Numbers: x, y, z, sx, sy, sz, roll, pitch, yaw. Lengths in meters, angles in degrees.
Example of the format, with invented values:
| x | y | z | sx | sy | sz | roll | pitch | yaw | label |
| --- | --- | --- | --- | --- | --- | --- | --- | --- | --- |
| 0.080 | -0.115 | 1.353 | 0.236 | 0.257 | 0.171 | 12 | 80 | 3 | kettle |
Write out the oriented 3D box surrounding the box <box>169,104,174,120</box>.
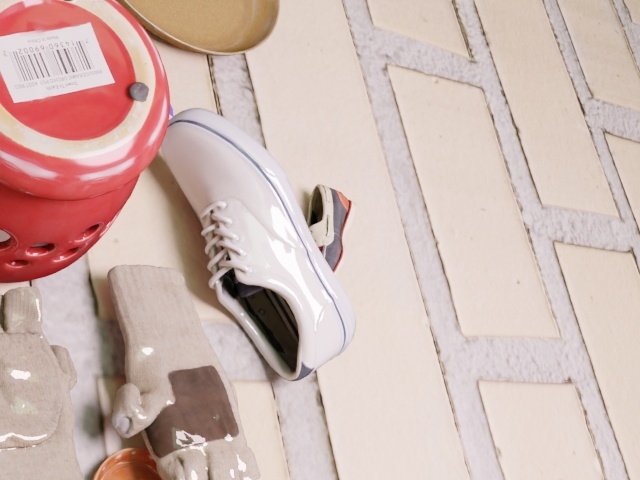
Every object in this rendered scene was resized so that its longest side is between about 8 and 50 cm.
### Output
| x | y | z | sx | sy | sz | roll | pitch | yaw | label |
| --- | --- | --- | --- | --- | --- | --- | --- | --- | --- |
| -0.181 | -0.095 | 0.928 | 0.081 | 0.028 | 0.136 | 42 | 41 | -15 | box |

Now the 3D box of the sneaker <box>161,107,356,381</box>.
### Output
| x | y | z | sx | sy | sz | roll | pitch | yaw | label |
| --- | --- | --- | --- | --- | --- | --- | --- | --- | --- |
| -0.061 | 0.004 | 0.920 | 0.258 | 0.094 | 0.091 | 55 | 37 | -5 | sneaker |

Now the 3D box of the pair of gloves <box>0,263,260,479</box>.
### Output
| x | y | z | sx | sy | sz | roll | pitch | yaw | label |
| --- | --- | --- | --- | --- | --- | --- | --- | --- | --- |
| -0.163 | 0.117 | 0.786 | 0.240 | 0.042 | 0.204 | -6 | 61 | -46 | pair of gloves |

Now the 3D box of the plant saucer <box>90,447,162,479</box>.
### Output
| x | y | z | sx | sy | sz | roll | pitch | yaw | label |
| --- | --- | --- | --- | --- | --- | --- | --- | --- | --- |
| -0.136 | 0.196 | 0.791 | 0.083 | 0.013 | 0.083 | 23 | 51 | -32 | plant saucer |

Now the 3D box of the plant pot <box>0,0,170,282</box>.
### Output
| x | y | z | sx | sy | sz | roll | pitch | yaw | label |
| --- | --- | --- | --- | --- | --- | --- | --- | --- | --- |
| -0.210 | -0.081 | 0.760 | 0.191 | 0.174 | 0.191 | 12 | 66 | -29 | plant pot |

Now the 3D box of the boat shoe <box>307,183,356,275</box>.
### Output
| x | y | z | sx | sy | sz | roll | pitch | yaw | label |
| --- | --- | --- | --- | --- | --- | --- | --- | --- | --- |
| 0.000 | 0.000 | 1.020 | 0.043 | 0.049 | 0.137 | 35 | 43 | -18 | boat shoe |

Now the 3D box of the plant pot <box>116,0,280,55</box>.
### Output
| x | y | z | sx | sy | sz | roll | pitch | yaw | label |
| --- | --- | --- | --- | --- | --- | --- | --- | --- | --- |
| -0.144 | -0.282 | 1.079 | 0.236 | 0.032 | 0.236 | 23 | 51 | -32 | plant pot |
